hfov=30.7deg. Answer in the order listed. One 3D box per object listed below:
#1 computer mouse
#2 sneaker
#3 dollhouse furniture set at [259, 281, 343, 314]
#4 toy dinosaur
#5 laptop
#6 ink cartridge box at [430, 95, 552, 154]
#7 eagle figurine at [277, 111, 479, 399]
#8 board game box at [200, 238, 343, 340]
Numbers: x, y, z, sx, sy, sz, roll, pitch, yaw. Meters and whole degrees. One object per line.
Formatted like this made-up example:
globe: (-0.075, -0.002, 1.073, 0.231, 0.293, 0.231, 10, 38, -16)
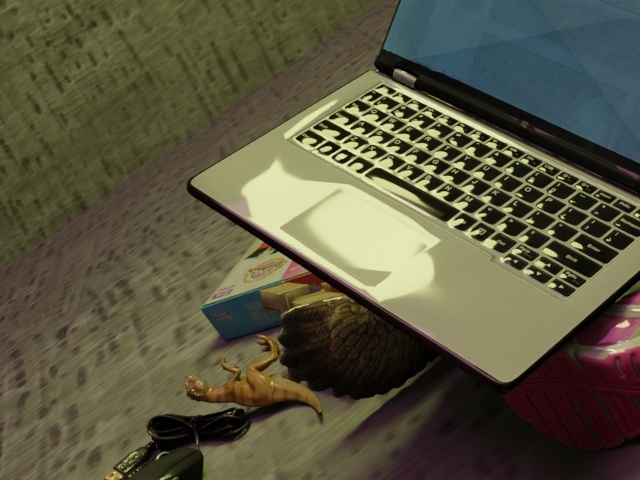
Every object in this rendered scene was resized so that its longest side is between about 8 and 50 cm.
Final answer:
computer mouse: (-0.213, 0.275, 1.342, 0.184, 0.060, 0.262, -14, 26, 44)
sneaker: (0.261, 0.094, 0.942, 0.252, 0.103, 0.111, -12, 24, 36)
dollhouse furniture set: (0.046, 0.092, 1.366, 0.160, 0.101, 0.182, -15, 8, -27)
toy dinosaur: (-0.058, 0.172, 1.365, 0.211, 0.064, 0.112, -3, 41, 32)
laptop: (0.142, -0.148, 1.000, 0.408, 0.236, 0.382, -34, 48, -30)
ink cartridge box: (0.237, -0.181, 1.629, 0.207, 0.117, 0.283, -33, 18, 3)
eagle figurine: (0.097, 0.014, 1.196, 0.225, 0.226, 0.298, -17, 25, 45)
board game box: (0.000, 0.000, 1.664, 0.242, 0.064, 0.316, -18, 24, 40)
